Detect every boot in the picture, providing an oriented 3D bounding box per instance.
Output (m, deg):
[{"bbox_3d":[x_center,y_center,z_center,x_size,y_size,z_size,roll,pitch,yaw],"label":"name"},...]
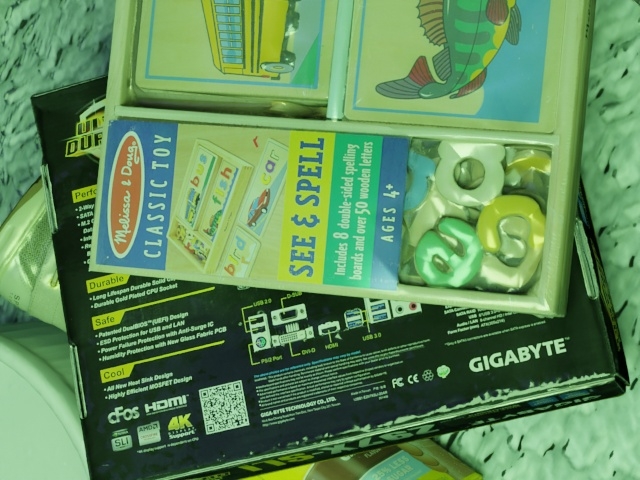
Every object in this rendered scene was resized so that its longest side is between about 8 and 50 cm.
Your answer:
[{"bbox_3d":[-0.114,-0.011,1.156,0.165,0.077,0.213,37,91,6],"label":"boot"}]

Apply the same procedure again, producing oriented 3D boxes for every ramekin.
[{"bbox_3d":[-0.221,0.188,1.218,0.277,0.135,0.277,5,100,31],"label":"ramekin"}]

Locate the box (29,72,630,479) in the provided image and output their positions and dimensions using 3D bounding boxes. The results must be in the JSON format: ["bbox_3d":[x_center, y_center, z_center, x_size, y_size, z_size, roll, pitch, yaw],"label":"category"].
[{"bbox_3d":[0.000,0.000,1.002,0.322,0.079,0.257,-15,74,12],"label":"box"}]

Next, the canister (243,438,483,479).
[{"bbox_3d":[0.008,0.140,1.078,0.170,0.126,0.073,34,113,21],"label":"canister"}]

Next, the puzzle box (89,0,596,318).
[{"bbox_3d":[0.020,-0.171,0.936,0.272,0.052,0.409,4,88,17],"label":"puzzle box"}]

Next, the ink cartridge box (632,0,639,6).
[{"bbox_3d":[0.214,-0.182,0.941,0.150,0.063,0.109,43,116,20],"label":"ink cartridge box"}]
